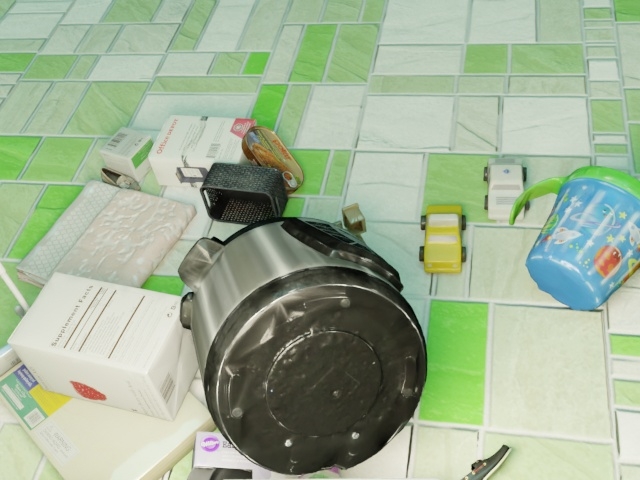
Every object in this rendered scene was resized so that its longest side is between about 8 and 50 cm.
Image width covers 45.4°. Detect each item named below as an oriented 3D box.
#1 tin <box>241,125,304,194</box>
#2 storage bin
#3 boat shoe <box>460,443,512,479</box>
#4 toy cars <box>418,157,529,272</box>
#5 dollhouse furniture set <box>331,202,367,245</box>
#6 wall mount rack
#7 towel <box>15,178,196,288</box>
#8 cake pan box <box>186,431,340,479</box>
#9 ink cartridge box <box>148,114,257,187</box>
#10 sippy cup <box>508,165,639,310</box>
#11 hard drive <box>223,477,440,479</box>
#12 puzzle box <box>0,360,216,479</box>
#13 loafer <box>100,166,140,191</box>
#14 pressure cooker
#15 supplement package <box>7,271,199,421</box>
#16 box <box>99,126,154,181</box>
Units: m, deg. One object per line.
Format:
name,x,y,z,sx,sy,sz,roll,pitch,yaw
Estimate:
tin,-0.116,-0.194,1.858,0.106,0.040,0.189,-28,79,-39
storage bin,-0.178,-0.107,1.793,0.180,0.122,0.084,6,50,15
boat shoe,0.278,0.395,1.313,0.133,0.049,0.042,-40,62,-18
toy cars,0.345,-0.080,1.703,0.394,0.087,0.176,-37,53,-22
dollhouse furniture set,0.000,0.000,1.641,0.182,0.161,0.101,-20,48,-10
wall mount rack,-0.668,0.190,1.494,0.350,0.304,0.130,-40,81,-24
towel,-0.504,0.002,1.801,0.317,0.053,0.331,16,54,22
cake pan box,-0.096,0.443,1.265,0.267,0.070,0.245,8,41,-9
ink cartridge box,-0.289,-0.224,1.932,0.237,0.100,0.172,5,50,13
sippy cup,0.534,0.010,1.514,0.224,0.240,0.305,-48,25,-17
hard drive,0.027,0.478,1.164,0.353,0.047,0.233,2,46,-8
puzzle box,-0.430,0.322,1.500,0.272,0.052,0.409,-39,53,-23
loafer,-0.514,-0.152,1.948,0.125,0.039,0.045,21,54,26
pressure cooker,-0.048,0.152,1.339,0.376,0.369,0.420,-14,21,-10
supplement package,-0.394,0.199,1.449,0.293,0.177,0.175,9,51,17
box,-0.492,-0.222,1.975,0.102,0.087,0.101,18,54,23
